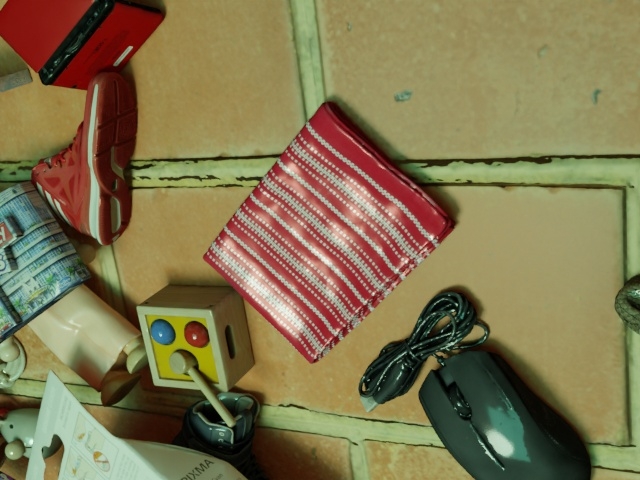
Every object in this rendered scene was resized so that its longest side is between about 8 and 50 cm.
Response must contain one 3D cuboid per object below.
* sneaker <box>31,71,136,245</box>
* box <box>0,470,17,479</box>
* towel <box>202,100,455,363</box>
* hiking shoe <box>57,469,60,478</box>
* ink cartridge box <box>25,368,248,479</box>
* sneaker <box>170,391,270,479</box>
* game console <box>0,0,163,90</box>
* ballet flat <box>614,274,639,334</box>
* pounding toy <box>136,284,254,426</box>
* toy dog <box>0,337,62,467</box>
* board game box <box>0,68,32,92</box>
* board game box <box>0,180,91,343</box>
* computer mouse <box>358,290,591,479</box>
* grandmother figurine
[{"bbox_3d":[-0.301,-0.107,1.076,0.128,0.087,0.221,18,115,17],"label":"sneaker"},{"bbox_3d":[-0.526,0.346,1.258,0.162,0.029,0.116,32,113,-6],"label":"box"},{"bbox_3d":[0.000,0.000,1.007,0.199,0.031,0.275,44,122,5],"label":"towel"},{"bbox_3d":[-0.289,0.406,1.274,0.227,0.086,0.114,27,116,13],"label":"hiking shoe"},{"bbox_3d":[-0.219,0.366,1.150,0.385,0.091,0.308,38,129,19],"label":"ink cartridge box"},{"bbox_3d":[-0.092,0.296,1.136,0.226,0.086,0.163,34,123,11],"label":"sneaker"},{"bbox_3d":[-0.274,-0.249,1.002,0.144,0.124,0.085,-38,69,32],"label":"game console"},{"bbox_3d":[0.402,0.101,0.837,0.250,0.058,0.084,23,119,16],"label":"ballet flat"},{"bbox_3d":[-0.150,0.140,1.092,0.130,0.100,0.141,0,110,26],"label":"pounding toy"},{"bbox_3d":[-0.560,0.288,1.313,0.334,0.161,0.220,-22,100,31],"label":"toy dog"},{"bbox_3d":[-0.422,-0.187,1.097,0.090,0.090,0.020,-7,109,28],"label":"board game box"},{"bbox_3d":[-0.418,0.020,1.104,0.194,0.060,0.194,-35,89,19],"label":"board game box"},{"bbox_3d":[0.178,0.206,0.979,0.272,0.072,0.188,43,121,4],"label":"computer mouse"},{"bbox_3d":[-0.375,0.073,1.182,0.342,0.104,0.208,41,94,9],"label":"grandmother figurine"}]
